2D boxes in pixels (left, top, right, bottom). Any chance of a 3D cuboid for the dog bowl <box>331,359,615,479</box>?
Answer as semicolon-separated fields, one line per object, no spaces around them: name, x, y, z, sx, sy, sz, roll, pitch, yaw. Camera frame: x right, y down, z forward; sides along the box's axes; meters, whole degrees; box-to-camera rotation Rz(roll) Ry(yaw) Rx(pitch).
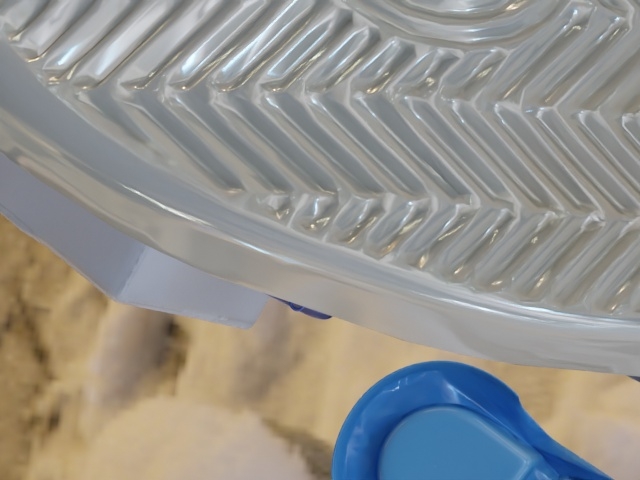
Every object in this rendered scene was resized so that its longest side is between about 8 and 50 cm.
dog bowl;0.147;0.219;1.537;0.297;0.074;0.166;37;89;9

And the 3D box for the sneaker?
sneaker;0.076;-0.012;0.461;0.148;0.350;0.131;133;148;-67

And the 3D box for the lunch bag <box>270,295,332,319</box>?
lunch bag;0.000;0.000;1.207;0.065;0.067;0.098;-49;16;56

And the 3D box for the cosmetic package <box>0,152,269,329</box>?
cosmetic package;-0.052;-0.196;1.304;0.230;0.161;0.453;36;100;32
